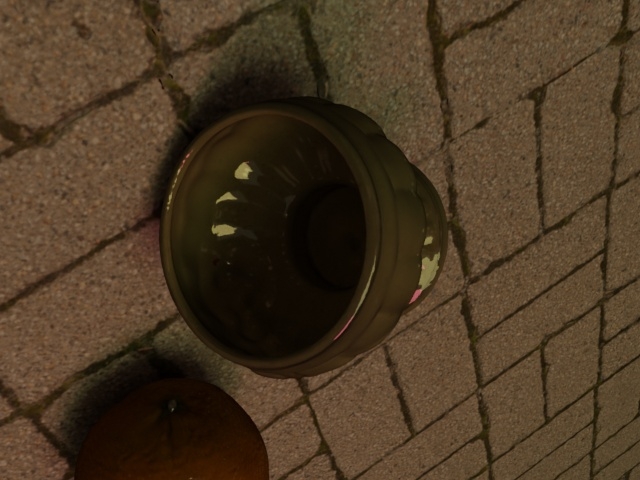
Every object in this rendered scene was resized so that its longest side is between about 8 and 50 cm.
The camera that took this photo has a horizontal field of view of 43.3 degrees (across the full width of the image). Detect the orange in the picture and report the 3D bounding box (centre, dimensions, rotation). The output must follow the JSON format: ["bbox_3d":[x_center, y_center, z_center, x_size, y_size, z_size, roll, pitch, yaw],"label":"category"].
[{"bbox_3d":[-0.190,0.305,1.048,0.264,0.264,0.264,-21,135,-23],"label":"orange"}]

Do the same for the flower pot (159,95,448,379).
[{"bbox_3d":[0.000,0.000,0.909,0.244,0.307,0.307,1,124,-56],"label":"flower pot"}]
